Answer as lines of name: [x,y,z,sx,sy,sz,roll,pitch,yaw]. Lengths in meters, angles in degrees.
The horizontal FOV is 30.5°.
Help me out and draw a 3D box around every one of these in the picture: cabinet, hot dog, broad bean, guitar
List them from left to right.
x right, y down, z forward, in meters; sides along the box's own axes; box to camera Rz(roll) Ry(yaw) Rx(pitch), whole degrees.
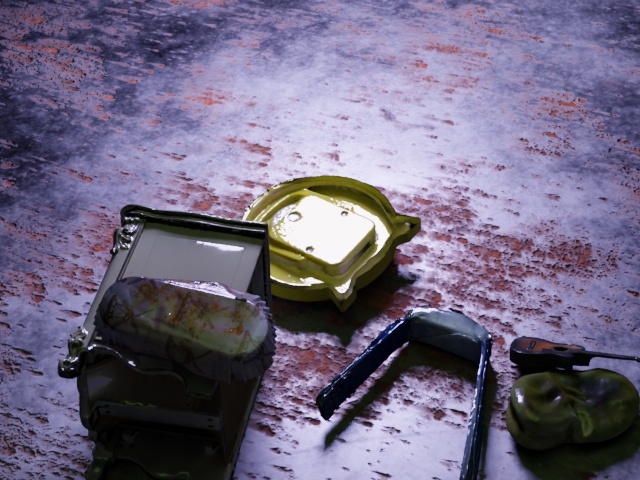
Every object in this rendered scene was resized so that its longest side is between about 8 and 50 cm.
cabinet: [-0.216,0.166,1.710,0.227,0.290,0.318,9,47,7]
hot dog: [-0.176,0.109,1.532,0.252,0.069,0.131,13,59,12]
broad bean: [0.369,0.245,1.750,0.206,0.072,0.153,-11,44,-25]
guitar: [0.405,0.180,1.799,0.233,0.025,0.088,6,13,18]

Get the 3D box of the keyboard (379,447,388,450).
keyboard: [0.096,0.422,1.587,0.103,0.041,0.381,2,43,5]

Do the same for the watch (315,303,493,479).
watch: [0.180,0.225,1.769,0.276,0.068,0.274,26,47,28]

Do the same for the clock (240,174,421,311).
clock: [-0.001,0.002,2.028,0.293,0.071,0.277,32,57,33]
